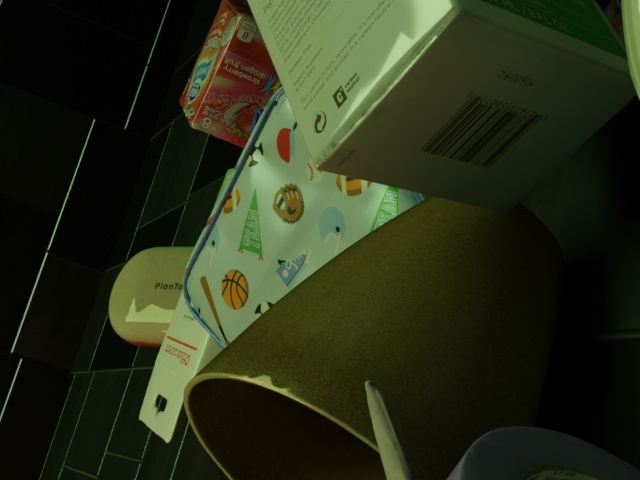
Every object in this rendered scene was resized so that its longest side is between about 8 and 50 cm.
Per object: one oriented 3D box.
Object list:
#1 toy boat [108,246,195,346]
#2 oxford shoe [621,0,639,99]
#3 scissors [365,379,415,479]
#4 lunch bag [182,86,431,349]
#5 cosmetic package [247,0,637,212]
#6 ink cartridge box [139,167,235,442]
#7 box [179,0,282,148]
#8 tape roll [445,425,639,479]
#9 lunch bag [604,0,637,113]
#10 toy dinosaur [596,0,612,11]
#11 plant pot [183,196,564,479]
[{"bbox_3d":[-0.186,0.096,1.682,0.231,0.151,0.151,0,63,25],"label":"toy boat"},{"bbox_3d":[0.296,-0.248,0.662,0.449,0.169,0.130,-67,19,-10],"label":"oxford shoe"},{"bbox_3d":[0.056,0.186,0.726,0.021,0.297,0.109,-42,31,-23],"label":"scissors"},{"bbox_3d":[0.000,0.000,1.122,0.243,0.115,0.303,46,121,26],"label":"lunch bag"},{"bbox_3d":[0.049,-0.214,0.844,0.155,0.197,0.365,-46,51,34],"label":"cosmetic package"},{"bbox_3d":[-0.101,0.089,1.470,0.353,0.119,0.207,-70,19,-6],"label":"ink cartridge box"},{"bbox_3d":[-0.006,-0.144,1.237,0.128,0.257,0.122,-65,20,13],"label":"box"},{"bbox_3d":[0.133,0.189,0.590,0.080,0.189,0.189,-61,20,25],"label":"tape roll"},{"bbox_3d":[0.230,-0.137,0.892,0.071,0.053,0.083,-56,12,27],"label":"lunch bag"},{"bbox_3d":[0.196,-0.194,0.989,0.313,0.121,0.160,-54,34,33],"label":"toy dinosaur"},{"bbox_3d":[0.070,0.085,0.849,0.254,0.237,0.237,-52,9,-28],"label":"plant pot"}]
